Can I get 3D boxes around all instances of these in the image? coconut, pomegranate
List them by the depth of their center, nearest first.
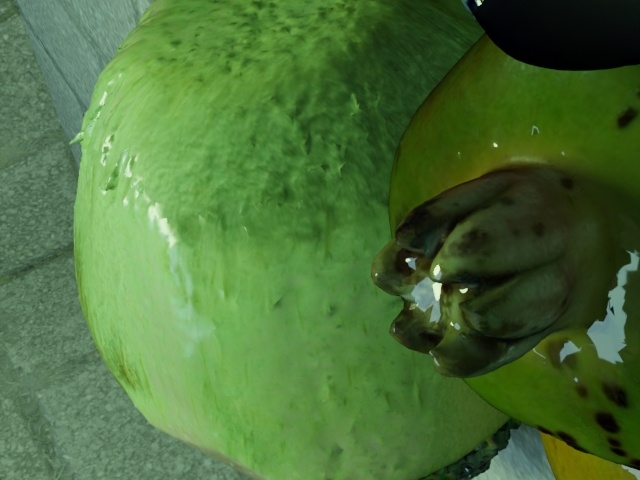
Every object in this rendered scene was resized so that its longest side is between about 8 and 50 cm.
[{"bbox_3d":[0.093,-0.004,0.439,0.180,0.210,0.180,19,118,40],"label":"pomegranate"},{"bbox_3d":[0.000,0.000,0.770,0.328,0.281,0.328,165,90,-86],"label":"coconut"}]

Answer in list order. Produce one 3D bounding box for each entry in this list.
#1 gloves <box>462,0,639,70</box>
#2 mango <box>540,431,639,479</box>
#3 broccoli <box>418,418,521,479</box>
[{"bbox_3d":[0.092,-0.148,0.403,0.119,0.229,0.097,-13,129,32],"label":"gloves"},{"bbox_3d":[0.161,0.071,0.658,0.253,0.113,0.138,68,165,-7],"label":"mango"},{"bbox_3d":[0.018,0.075,1.009,0.274,0.198,0.177,65,166,-4],"label":"broccoli"}]
